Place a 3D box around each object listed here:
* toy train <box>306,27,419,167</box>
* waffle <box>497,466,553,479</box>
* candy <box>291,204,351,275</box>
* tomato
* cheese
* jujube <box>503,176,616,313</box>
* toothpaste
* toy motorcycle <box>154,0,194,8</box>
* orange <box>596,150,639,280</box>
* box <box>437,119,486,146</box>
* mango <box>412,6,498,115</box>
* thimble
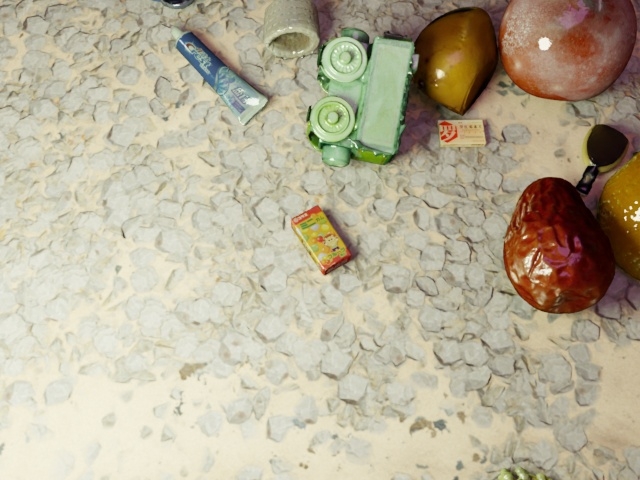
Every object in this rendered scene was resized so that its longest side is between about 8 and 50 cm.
[{"bbox_3d":[0.076,-0.269,1.432,0.188,0.159,0.272,10,85,-1],"label":"toy train"},{"bbox_3d":[0.344,0.461,1.202,0.183,0.036,0.169,22,65,7],"label":"waffle"},{"bbox_3d":[0.000,0.000,1.391,0.062,0.038,0.122,-29,70,-14],"label":"candy"},{"bbox_3d":[0.496,-0.418,1.496,0.270,0.227,0.270,0,77,0],"label":"tomato"},{"bbox_3d":[0.550,-0.156,1.487,0.086,0.036,0.162,30,68,8],"label":"cheese"},{"bbox_3d":[0.423,0.006,1.348,0.190,0.190,0.255,5,49,0],"label":"jujube"},{"bbox_3d":[-0.218,-0.348,1.536,0.069,0.047,0.268,-37,75,-30],"label":"toothpaste"},{"bbox_3d":[-0.242,-0.625,1.615,0.358,0.125,0.213,-12,64,-6],"label":"toy motorcycle"},{"bbox_3d":[0.689,-0.072,1.395,0.334,0.196,0.263,-31,84,-23],"label":"orange"},{"bbox_3d":[0.285,-0.217,1.514,0.093,0.015,0.058,-1,64,-4],"label":"box"},{"bbox_3d":[0.274,-0.384,1.525,0.166,0.136,0.236,32,63,16],"label":"mango"},{"bbox_3d":[-0.060,-0.440,1.553,0.115,0.102,0.090,-14,64,23],"label":"thimble"}]
